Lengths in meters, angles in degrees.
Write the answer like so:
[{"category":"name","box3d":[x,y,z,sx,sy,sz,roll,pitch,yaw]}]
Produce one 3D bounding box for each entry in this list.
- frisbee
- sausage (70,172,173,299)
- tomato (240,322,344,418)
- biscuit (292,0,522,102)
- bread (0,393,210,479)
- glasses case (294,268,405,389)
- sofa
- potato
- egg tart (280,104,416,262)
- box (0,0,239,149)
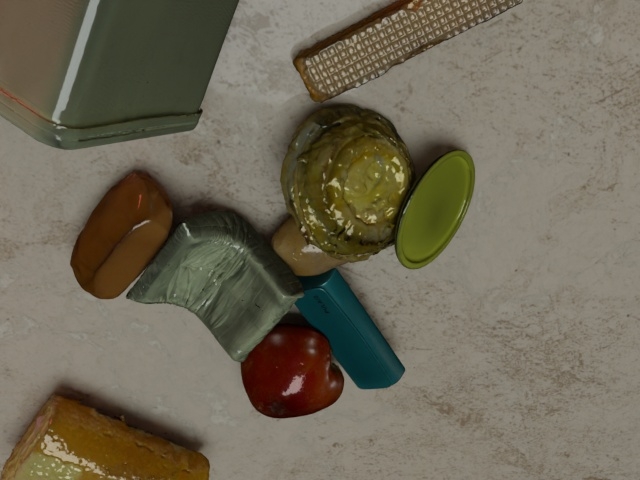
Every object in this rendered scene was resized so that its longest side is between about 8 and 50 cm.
[{"category":"frisbee","box3d":[0.208,-0.055,1.347,0.236,0.017,0.236,-33,138,-36]},{"category":"sausage","box3d":[-0.349,-0.003,1.295,0.120,0.136,0.241,23,112,-45]},{"category":"tomato","box3d":[-0.065,0.284,1.478,0.200,0.140,0.233,-11,127,23]},{"category":"biscuit","box3d":[0.138,-0.347,1.220,0.378,0.054,0.094,-27,119,7]},{"category":"bread","box3d":[-0.439,0.475,1.536,0.375,0.165,0.237,30,109,-22]},{"category":"glasses case","box3d":[0.048,0.181,1.474,0.117,0.070,0.301,-6,129,41]},{"category":"sofa","box3d":[-0.178,0.087,1.302,0.225,0.176,0.210,48,116,10]},{"category":"potato","box3d":[0.000,0.000,1.367,0.178,0.109,0.119,-16,95,3]},{"category":"egg tart","box3d":[0.063,-0.099,1.271,0.278,0.095,0.279,-2,93,-26]},{"category":"box","box3d":[-0.256,-0.326,0.997,0.177,0.352,0.344,31,112,13]}]
